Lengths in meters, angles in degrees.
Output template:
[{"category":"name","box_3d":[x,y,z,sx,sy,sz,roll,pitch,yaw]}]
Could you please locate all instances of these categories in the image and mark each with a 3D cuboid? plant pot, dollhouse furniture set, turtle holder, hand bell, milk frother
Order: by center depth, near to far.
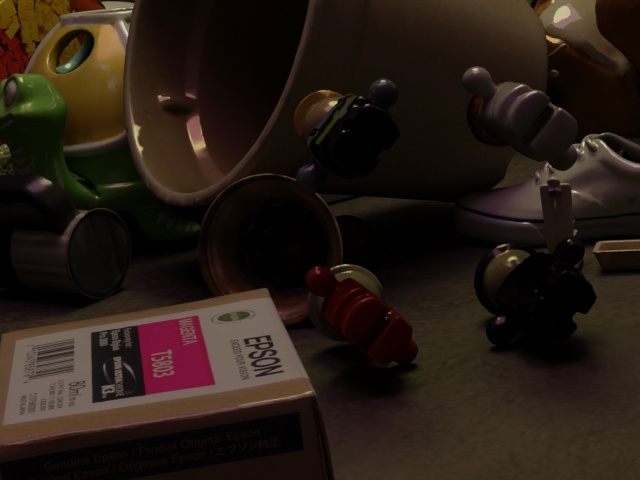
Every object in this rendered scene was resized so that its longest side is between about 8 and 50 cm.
[{"category":"dollhouse furniture set","box_3d":[0.242,-0.022,1.344,0.114,0.081,0.091,-2,15,19]},{"category":"hand bell","box_3d":[0.000,0.000,1.392,0.126,0.126,0.242,-2,4,21]},{"category":"milk frother","box_3d":[-0.273,0.022,1.441,0.135,0.129,0.143,3,61,37]},{"category":"plant pot","box_3d":[0.030,-0.167,1.469,0.305,0.334,0.334,12,2,-33]},{"category":"turtle holder","box_3d":[-0.223,-0.123,1.635,0.320,0.227,0.243,-11,13,-34]}]

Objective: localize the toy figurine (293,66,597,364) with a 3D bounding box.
[{"category":"toy figurine","box_3d":[0.086,-0.019,1.164,0.213,0.209,0.148,-9,9,-9]}]

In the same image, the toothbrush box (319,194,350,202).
[{"category":"toothbrush box","box_3d":[-0.058,-0.162,1.784,0.122,0.206,0.283,-15,17,-29]}]

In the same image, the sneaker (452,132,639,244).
[{"category":"sneaker","box_3d":[0.245,-0.052,1.438,0.258,0.091,0.094,-4,15,17]}]

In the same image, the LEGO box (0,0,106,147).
[{"category":"LEGO box","box_3d":[-0.548,-0.192,1.825,0.500,0.193,0.372,6,56,41]}]

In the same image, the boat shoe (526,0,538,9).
[{"category":"boat shoe","box_3d":[0.247,-0.243,1.863,0.302,0.103,0.113,-3,16,22]}]

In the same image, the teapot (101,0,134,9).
[{"category":"teapot","box_3d":[-0.257,-0.159,1.937,0.256,0.187,0.252,-26,-26,27]}]

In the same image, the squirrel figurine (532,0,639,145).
[{"category":"squirrel figurine","box_3d":[0.391,-0.163,1.534,0.397,0.281,0.370,28,-39,-34]}]

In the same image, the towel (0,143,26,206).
[{"category":"towel","box_3d":[-0.345,-0.039,1.651,0.027,0.110,0.148,2,14,25]}]

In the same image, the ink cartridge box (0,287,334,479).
[{"category":"ink cartridge box","box_3d":[-0.105,0.112,0.992,0.193,0.088,0.234,-10,14,-7]}]
